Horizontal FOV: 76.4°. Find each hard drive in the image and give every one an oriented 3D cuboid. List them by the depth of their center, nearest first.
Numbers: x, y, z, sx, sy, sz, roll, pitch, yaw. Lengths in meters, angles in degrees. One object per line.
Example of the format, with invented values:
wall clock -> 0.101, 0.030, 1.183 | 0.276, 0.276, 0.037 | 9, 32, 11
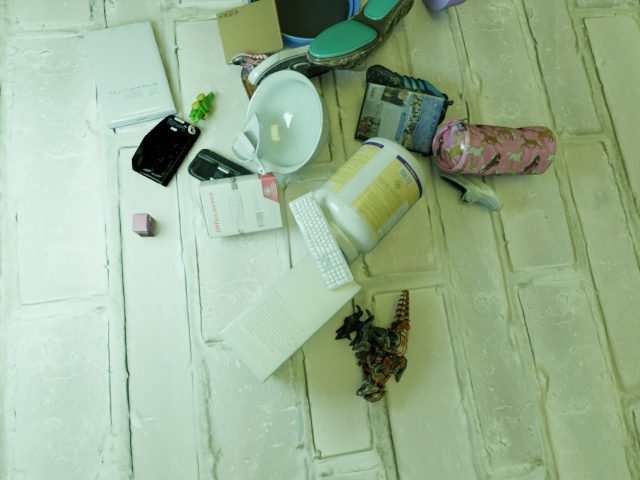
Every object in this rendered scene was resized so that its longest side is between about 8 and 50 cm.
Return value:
hard drive -> -0.601, -0.526, 1.286 | 0.211, 0.040, 0.318 | -17, 82, -10

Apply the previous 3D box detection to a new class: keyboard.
keyboard -> 0.000, 0.000, 1.049 | 0.072, 0.014, 0.255 | -25, 80, 1

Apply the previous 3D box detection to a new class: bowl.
bowl -> -0.078, -0.348, 1.239 | 0.298, 0.134, 0.297 | 3, 96, 35
bowl -> -0.057, -0.835, 1.395 | 0.392, 0.077, 0.390 | 1, 79, -6

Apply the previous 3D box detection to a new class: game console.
game console -> -0.383, -0.231, 1.256 | 0.362, 0.044, 0.213 | 28, 77, 1

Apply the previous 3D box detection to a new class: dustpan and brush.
dustpan and brush -> -0.202, -0.270, 1.213 | 0.147, 0.060, 0.211 | -47, 67, 29

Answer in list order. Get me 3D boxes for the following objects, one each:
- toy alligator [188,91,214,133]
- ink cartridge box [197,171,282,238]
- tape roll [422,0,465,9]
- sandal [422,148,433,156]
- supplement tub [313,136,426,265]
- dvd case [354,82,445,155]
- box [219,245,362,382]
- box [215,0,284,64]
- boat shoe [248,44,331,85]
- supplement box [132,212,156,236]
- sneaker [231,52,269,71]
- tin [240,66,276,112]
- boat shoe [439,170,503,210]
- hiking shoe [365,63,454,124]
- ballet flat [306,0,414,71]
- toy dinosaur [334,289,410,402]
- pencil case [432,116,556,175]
toy alligator -> -0.386, -0.398, 1.270 | 0.052, 0.056, 0.189 | -3, 54, 28
ink cartridge box -> -0.233, -0.105, 1.193 | 0.218, 0.092, 0.158 | -10, 113, -10
tape roll -> 0.421, -0.939, 1.371 | 0.090, 0.275, 0.274 | -18, 82, -10
sandal -> 0.422, -0.325, 1.362 | 0.180, 0.067, 0.040 | -14, 70, -7
supplement tub -> 0.121, -0.113, 1.192 | 0.241, 0.241, 0.331 | 44, 78, 3
dvd case -> 0.252, -0.391, 1.311 | 0.254, 0.022, 0.180 | 15, 108, 6
box -> -0.080, 0.196, 1.120 | 0.345, 0.215, 0.168 | -41, 85, -13
box -> -0.229, -0.677, 1.317 | 0.202, 0.021, 0.164 | -10, 95, 12
boat shoe -> -0.087, -0.540, 1.304 | 0.301, 0.108, 0.102 | -33, 93, -32
supplement box -> -0.511, -0.043, 1.182 | 0.043, 0.083, 0.054 | -1, 78, -7
sneaker -> -0.225, -0.565, 1.307 | 0.120, 0.047, 0.057 | -3, 90, -6
tin -> -0.192, -0.498, 1.334 | 0.106, 0.040, 0.189 | -20, 81, -6
boat shoe -> 0.488, -0.162, 1.336 | 0.227, 0.079, 0.081 | 42, 84, 8
hiking shoe -> 0.292, -0.499, 1.371 | 0.304, 0.113, 0.132 | 33, 56, -1
ballet flat -> 0.153, -0.673, 1.336 | 0.164, 0.182, 0.482 | 37, 75, 22
toy dinosaur -> 0.174, 0.299, 1.192 | 0.219, 0.164, 0.321 | 30, 58, -15
pencil case -> 0.555, -0.292, 1.289 | 0.387, 0.160, 0.167 | -1, 118, -21
